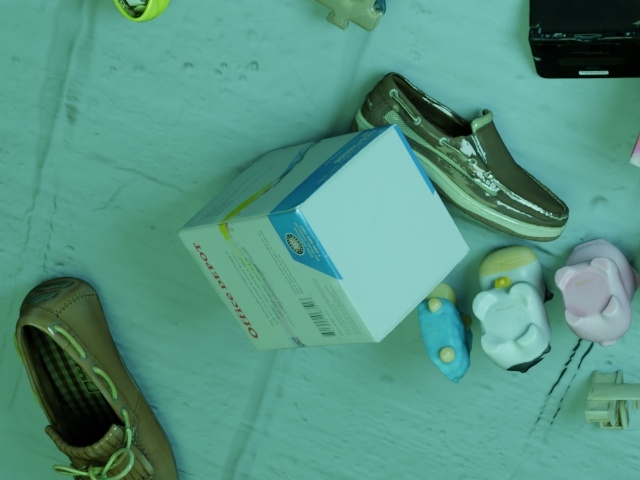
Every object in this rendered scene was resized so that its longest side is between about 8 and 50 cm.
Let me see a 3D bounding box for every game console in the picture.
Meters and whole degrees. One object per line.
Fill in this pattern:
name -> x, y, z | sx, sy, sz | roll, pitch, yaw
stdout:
game console -> 0.279, -0.224, 1.656 | 0.122, 0.071, 0.107 | 1, 150, 18

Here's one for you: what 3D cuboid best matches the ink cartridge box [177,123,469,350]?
ink cartridge box -> 0.000, 0.000, 1.738 | 0.232, 0.168, 0.171 | -8, 119, 53

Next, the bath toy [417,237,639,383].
bath toy -> 0.287, 0.063, 1.757 | 0.348, 0.151, 0.129 | -14, 153, 22

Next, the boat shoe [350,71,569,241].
boat shoe -> 0.160, -0.093, 1.725 | 0.257, 0.095, 0.095 | 29, 118, 1

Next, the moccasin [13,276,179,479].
moccasin -> -0.281, 0.234, 2.029 | 0.139, 0.147, 0.380 | -4, 118, 20

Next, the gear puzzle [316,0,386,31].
gear puzzle -> -0.053, -0.361, 1.670 | 0.339, 0.044, 0.175 | 30, 126, 2

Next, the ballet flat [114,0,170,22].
ballet flat -> -0.218, -0.337, 1.712 | 0.077, 0.077, 0.231 | -7, 117, 23

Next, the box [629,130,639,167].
box -> 0.474, -0.097, 1.553 | 0.300, 0.142, 0.154 | 27, 125, 18

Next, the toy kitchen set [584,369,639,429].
toy kitchen set -> 0.345, 0.199, 1.841 | 0.068, 0.083, 0.075 | -2, 119, 20
